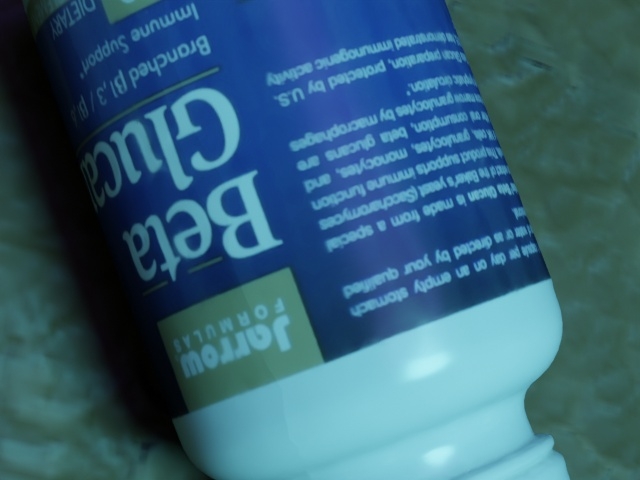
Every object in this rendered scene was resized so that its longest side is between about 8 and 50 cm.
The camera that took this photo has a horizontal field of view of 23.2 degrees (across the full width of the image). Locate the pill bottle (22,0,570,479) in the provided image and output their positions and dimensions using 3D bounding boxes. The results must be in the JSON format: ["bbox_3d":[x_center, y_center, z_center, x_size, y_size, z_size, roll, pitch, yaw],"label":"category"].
[{"bbox_3d":[0.000,0.000,0.364,0.094,0.094,0.169,-18,85,-29],"label":"pill bottle"}]
